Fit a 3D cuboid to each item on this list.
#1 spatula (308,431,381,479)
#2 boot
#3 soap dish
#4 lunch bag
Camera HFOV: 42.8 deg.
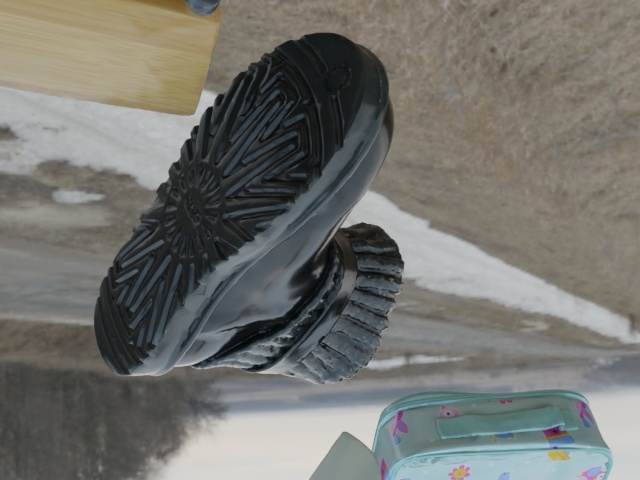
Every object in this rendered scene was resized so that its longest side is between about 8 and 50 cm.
[{"bbox_3d":[0.012,0.239,0.453,0.168,0.242,0.019,24,152,30],"label":"spatula"},{"bbox_3d":[-0.002,-0.003,0.683,0.260,0.131,0.348,11,136,-42],"label":"boot"},{"bbox_3d":[-0.169,-0.234,0.478,0.229,0.290,0.118,4,166,-37],"label":"soap dish"},{"bbox_3d":[0.201,0.274,0.986,0.279,0.108,0.224,-2,128,-8],"label":"lunch bag"}]
